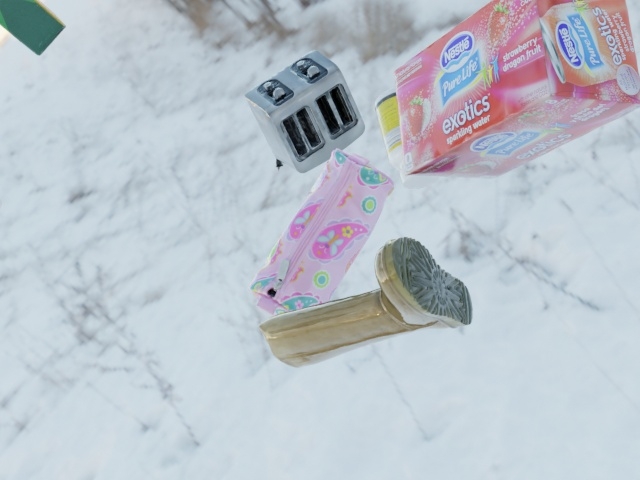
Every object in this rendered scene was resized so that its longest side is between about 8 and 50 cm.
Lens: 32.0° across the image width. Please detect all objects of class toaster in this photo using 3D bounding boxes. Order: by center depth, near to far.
[{"bbox_3d":[-0.026,-0.229,2.065,0.168,0.186,0.110,-33,34,-11],"label":"toaster"}]

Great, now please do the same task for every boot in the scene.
[{"bbox_3d":[0.037,0.095,1.468,0.269,0.236,0.089,-16,59,26],"label":"boot"}]

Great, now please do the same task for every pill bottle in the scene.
[{"bbox_3d":[0.109,-0.124,1.354,0.065,0.065,0.116,-30,63,38],"label":"pill bottle"}]

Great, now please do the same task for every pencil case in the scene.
[{"bbox_3d":[0.000,0.000,1.734,0.284,0.124,0.124,-57,20,-7],"label":"pencil case"}]

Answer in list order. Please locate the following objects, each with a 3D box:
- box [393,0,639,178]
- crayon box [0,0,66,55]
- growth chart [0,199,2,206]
[{"bbox_3d":[0.194,-0.159,1.154,0.257,0.122,0.128,-27,66,59],"label":"box"},{"bbox_3d":[-0.637,-0.491,2.088,0.083,0.323,0.203,-48,25,0],"label":"crayon box"},{"bbox_3d":[-0.388,0.076,1.183,0.237,0.021,0.172,-65,19,8],"label":"growth chart"}]
